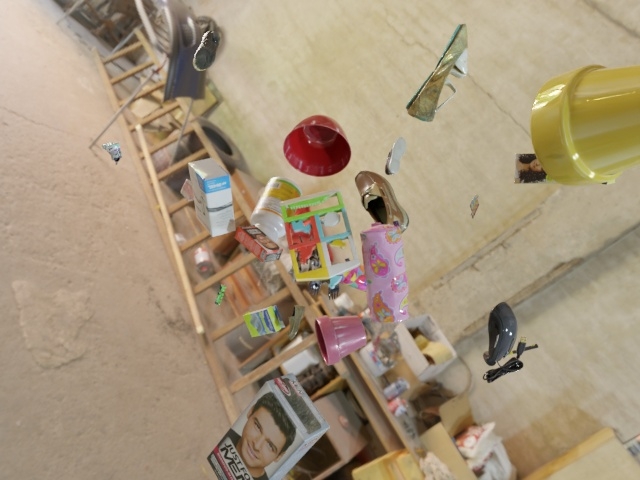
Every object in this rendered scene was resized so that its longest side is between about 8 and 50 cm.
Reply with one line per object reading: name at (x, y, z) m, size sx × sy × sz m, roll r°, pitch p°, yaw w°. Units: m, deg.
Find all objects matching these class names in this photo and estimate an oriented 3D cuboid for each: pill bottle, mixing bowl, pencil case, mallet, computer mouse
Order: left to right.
pill bottle at (-0.166, -0.094, 1.636) m, size 0.136 × 0.136 × 0.246 m, roll 42°, pitch 53°, yaw -31°
mixing bowl at (-0.004, -0.269, 1.235) m, size 0.181 × 0.181 × 0.098 m, roll 40°, pitch 43°, yaw -36°
pencil case at (0.177, 0.151, 1.758) m, size 0.236 × 0.104 × 0.104 m, roll 25°, pitch 26°, yaw -29°
pencil case at (0.183, 0.092, 1.314) m, size 0.124 × 0.124 × 0.284 m, roll -26°, pitch 108°, yaw -75°
mallet at (0.669, 0.395, 1.632) m, size 0.062 × 0.189 × 0.039 m, roll -89°, pitch 161°, yaw -85°
computer mouse at (0.589, 0.310, 1.415) m, size 0.184 × 0.262 × 0.060 m, roll -8°, pitch 17°, yaw -31°

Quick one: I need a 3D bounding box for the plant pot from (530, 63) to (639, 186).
plant pot at (0.612, -0.248, 0.943) m, size 0.254 × 0.254 × 0.239 m, roll 46°, pitch -17°, yaw -18°

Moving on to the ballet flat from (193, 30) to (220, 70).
ballet flat at (-0.344, -0.565, 1.385) m, size 0.057 × 0.049 × 0.173 m, roll 44°, pitch 46°, yaw -39°

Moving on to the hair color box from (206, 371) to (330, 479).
hair color box at (-0.156, 0.568, 1.291) m, size 0.113 × 0.375 × 0.185 m, roll 0°, pitch 42°, yaw -53°

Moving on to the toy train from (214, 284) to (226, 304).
toy train at (-0.383, 0.208, 1.755) m, size 0.017 × 0.083 × 0.023 m, roll 22°, pitch 2°, yaw 33°

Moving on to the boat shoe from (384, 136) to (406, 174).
boat shoe at (0.226, -0.255, 1.395) m, size 0.046 × 0.125 × 0.038 m, roll 22°, pitch -16°, yaw -24°

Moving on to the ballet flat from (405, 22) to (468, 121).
ballet flat at (0.408, -0.534, 1.499) m, size 0.123 × 0.349 × 0.123 m, roll 32°, pitch -5°, yaw 3°

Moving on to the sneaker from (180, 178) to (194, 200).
sneaker at (-0.460, -0.165, 1.727) m, size 0.134 × 0.070 × 0.051 m, roll 33°, pitch 1°, yaw -11°

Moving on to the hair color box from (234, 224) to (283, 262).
hair color box at (-0.187, 0.008, 1.394) m, size 0.141 × 0.043 × 0.072 m, roll 38°, pitch 27°, yaw 28°

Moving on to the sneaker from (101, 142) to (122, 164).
sneaker at (-0.664, -0.276, 1.473) m, size 0.098 × 0.038 × 0.069 m, roll 14°, pitch -58°, yaw 48°

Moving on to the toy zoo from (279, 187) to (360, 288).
toy zoo at (0.000, 0.000, 1.350) m, size 0.030 × 0.192 × 0.294 m, roll 75°, pitch 2°, yaw -70°

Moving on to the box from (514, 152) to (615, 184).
box at (0.630, -0.188, 1.199) m, size 0.058 × 0.232 × 0.088 m, roll -8°, pitch 100°, yaw -42°

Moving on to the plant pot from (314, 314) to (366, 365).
plant pot at (0.086, 0.399, 1.929) m, size 0.201 × 0.180 × 0.202 m, roll 166°, pitch -90°, yaw -79°

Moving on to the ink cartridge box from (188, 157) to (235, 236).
ink cartridge box at (-0.342, -0.135, 1.454) m, size 0.148 × 0.085 × 0.203 m, roll 41°, pitch -40°, yaw 45°

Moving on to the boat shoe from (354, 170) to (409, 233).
boat shoe at (0.219, -0.159, 1.778) m, size 0.119 × 0.123 × 0.324 m, roll 7°, pitch 39°, yaw -41°

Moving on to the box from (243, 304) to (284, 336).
box at (-0.247, 0.353, 2.003) m, size 0.042 × 0.178 × 0.109 m, roll -26°, pitch 94°, yaw -54°

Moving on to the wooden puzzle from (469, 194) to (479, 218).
wooden puzzle at (0.502, -0.115, 1.502) m, size 0.006 × 0.083 × 0.049 m, roll 8°, pitch -35°, yaw 39°

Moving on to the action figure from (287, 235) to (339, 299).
action figure at (-0.031, 0.095, 1.616) m, size 0.163 × 0.141 × 0.276 m, roll 8°, pitch 29°, yaw -22°

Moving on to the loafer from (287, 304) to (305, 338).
loafer at (-0.110, 0.332, 1.900) m, size 0.050 × 0.148 × 0.056 m, roll 24°, pitch -14°, yaw -15°
